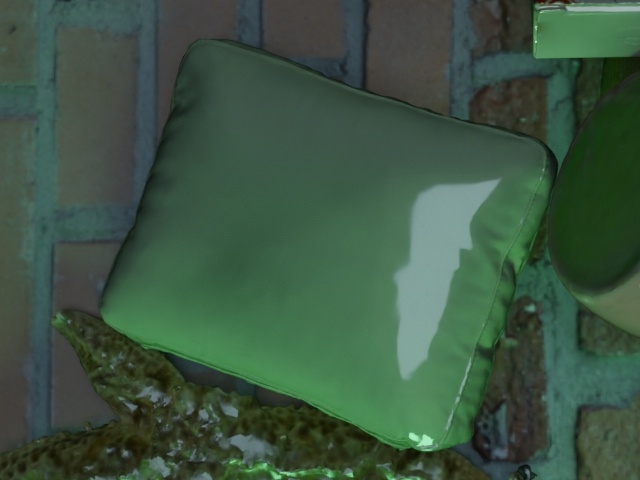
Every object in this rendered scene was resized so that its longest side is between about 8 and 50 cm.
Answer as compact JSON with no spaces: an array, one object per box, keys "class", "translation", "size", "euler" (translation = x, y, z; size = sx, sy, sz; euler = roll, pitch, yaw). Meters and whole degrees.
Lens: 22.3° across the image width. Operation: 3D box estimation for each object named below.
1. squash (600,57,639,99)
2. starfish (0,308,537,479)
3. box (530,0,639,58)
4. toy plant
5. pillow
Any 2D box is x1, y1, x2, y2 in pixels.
[{"class":"squash","translation":[0.275,-0.136,1.261],"size":[0.123,0.123,0.187],"euler":[17,93,5]},{"class":"starfish","translation":[-0.086,0.239,1.285],"size":[0.432,0.082,0.324],"euler":[25,86,3]},{"class":"box","translation":[0.257,-0.288,1.209],"size":[0.214,0.069,0.353],"euler":[0,58,4]},{"class":"toy plant","translation":[0.357,-0.006,1.153],"size":[0.356,0.210,0.317],"euler":[23,104,-16]},{"class":"pillow","translation":[0.000,0.000,1.240],"size":[0.322,0.120,0.255],"euler":[19,92,25]}]
